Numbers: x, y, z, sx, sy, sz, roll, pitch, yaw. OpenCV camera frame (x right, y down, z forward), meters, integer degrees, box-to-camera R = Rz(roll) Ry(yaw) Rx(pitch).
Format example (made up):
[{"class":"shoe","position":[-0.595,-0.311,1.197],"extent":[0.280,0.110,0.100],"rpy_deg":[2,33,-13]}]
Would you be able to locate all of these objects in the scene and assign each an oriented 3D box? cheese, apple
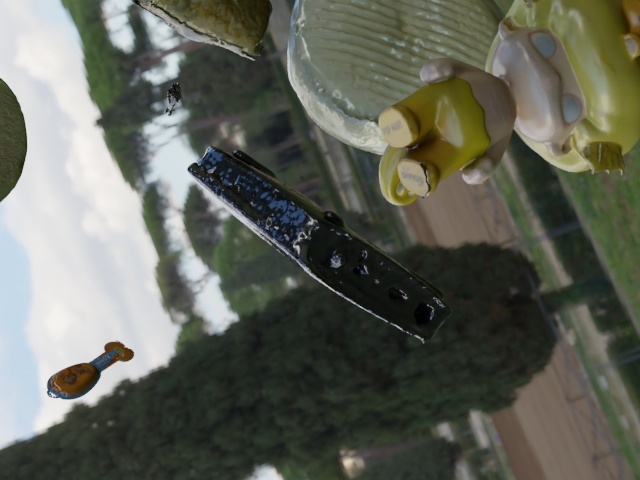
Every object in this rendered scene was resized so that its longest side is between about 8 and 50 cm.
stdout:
[{"class":"cheese","position":[-0.247,0.140,1.217],"extent":[0.047,0.111,0.017],"rpy_deg":[30,131,24]},{"class":"apple","position":[-0.642,-0.176,2.094],"extent":[0.120,0.193,0.265],"rpy_deg":[1,92,56]}]

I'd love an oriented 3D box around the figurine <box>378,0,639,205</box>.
[{"class":"figurine","position":[0.151,-0.105,0.806],"extent":[0.131,0.246,0.156],"rpy_deg":[-10,101,64]}]

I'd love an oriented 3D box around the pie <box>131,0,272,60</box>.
[{"class":"pie","position":[-0.181,-0.386,1.857],"extent":[0.282,0.068,0.129],"rpy_deg":[17,-95,-47]}]

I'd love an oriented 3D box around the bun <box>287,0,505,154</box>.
[{"class":"bun","position":[0.091,-0.214,1.374],"extent":[0.146,0.287,0.287],"rpy_deg":[120,133,-62]}]

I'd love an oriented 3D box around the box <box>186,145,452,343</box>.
[{"class":"box","position":[0.000,0.000,1.693],"extent":[0.359,0.091,0.350],"rpy_deg":[34,-178,-44]}]

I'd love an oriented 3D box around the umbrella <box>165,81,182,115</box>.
[{"class":"umbrella","position":[-0.205,-0.196,1.586],"extent":[0.083,0.020,0.031],"rpy_deg":[120,143,-70]}]
